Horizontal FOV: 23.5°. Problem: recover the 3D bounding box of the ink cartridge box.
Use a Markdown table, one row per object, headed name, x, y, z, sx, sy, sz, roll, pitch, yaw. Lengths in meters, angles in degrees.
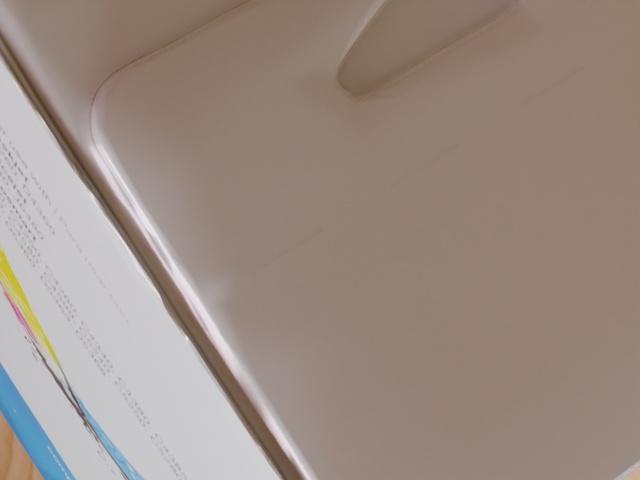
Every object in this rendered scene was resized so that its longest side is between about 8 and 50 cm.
| name | x | y | z | sx | sy | sz | roll | pitch | yaw |
| --- | --- | --- | --- | --- | --- | --- | --- | --- | --- |
| ink cartridge box | 0.000 | 0.000 | 0.517 | 0.197 | 0.198 | 0.270 | 57 | 158 | 2 |
